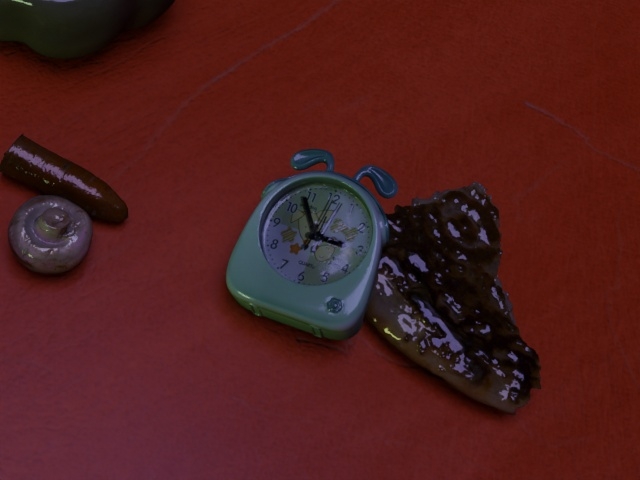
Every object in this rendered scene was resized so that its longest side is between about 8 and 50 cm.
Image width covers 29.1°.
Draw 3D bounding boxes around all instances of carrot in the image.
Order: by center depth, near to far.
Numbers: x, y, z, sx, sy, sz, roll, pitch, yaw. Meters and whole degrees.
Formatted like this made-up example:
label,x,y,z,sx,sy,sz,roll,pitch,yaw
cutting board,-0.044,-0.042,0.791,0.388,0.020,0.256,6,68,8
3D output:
label,x,y,z,sx,sy,sz,roll,pitch,yaw
carrot,-0.259,-0.061,1.271,0.139,0.048,0.048,27,60,-3

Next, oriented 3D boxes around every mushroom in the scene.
label,x,y,z,sx,sy,sz,roll,pitch,yaw
mushroom,-0.269,-0.008,1.229,0.083,0.067,0.084,10,56,-16

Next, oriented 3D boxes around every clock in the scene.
label,x,y,z,sx,sy,sz,roll,pitch,yaw
clock,0.000,-0.001,1.267,0.148,0.060,0.189,21,75,14

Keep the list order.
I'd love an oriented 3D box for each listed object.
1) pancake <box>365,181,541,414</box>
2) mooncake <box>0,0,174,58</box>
label,x,y,z,sx,sy,sz,roll,pitch,yaw
pancake,0.146,0.041,1.339,0.266,0.057,0.244,35,52,-1
mooncake,-0.282,-0.324,1.349,0.275,0.135,0.275,4,64,-9
